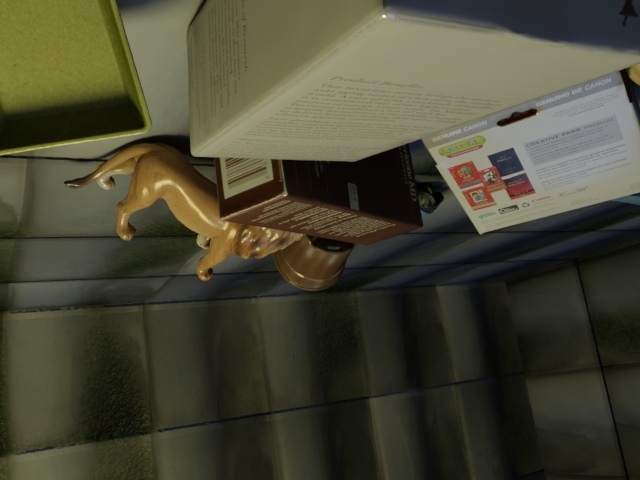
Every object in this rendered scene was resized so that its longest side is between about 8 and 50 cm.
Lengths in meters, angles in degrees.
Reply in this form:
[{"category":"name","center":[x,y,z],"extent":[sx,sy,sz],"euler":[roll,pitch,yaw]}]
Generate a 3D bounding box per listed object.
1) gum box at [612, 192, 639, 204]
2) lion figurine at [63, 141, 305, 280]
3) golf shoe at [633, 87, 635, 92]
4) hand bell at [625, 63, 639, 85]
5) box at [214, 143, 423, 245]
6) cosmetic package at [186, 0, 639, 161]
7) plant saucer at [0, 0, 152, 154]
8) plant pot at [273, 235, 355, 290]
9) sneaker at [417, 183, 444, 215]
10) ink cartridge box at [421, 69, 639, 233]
[{"category":"gum box","center":[0.636,-0.156,1.309],"extent":[0.184,0.157,0.041],"euler":[2,164,-40]},{"category":"lion figurine","center":[-0.214,-0.070,1.094],"extent":[0.392,0.142,0.240],"euler":[26,134,-29]},{"category":"golf shoe","center":[0.504,-0.210,1.155],"extent":[0.069,0.086,0.176],"euler":[-7,169,-14]},{"category":"hand bell","center":[0.433,-0.299,0.762],"extent":[0.126,0.126,0.242],"euler":[-13,153,21]},{"category":"box","center":[0.008,-0.112,1.034],"extent":[0.143,0.191,0.381],"euler":[-17,165,34]},{"category":"cosmetic package","center":[0.036,-0.190,0.595],"extent":[0.230,0.161,0.453],"euler":[-2,178,-26]},{"category":"plant saucer","center":[-0.285,-0.193,0.650],"extent":[0.188,0.188,0.045],"euler":[-8,-149,1]},{"category":"plant pot","center":[0.000,0.000,1.335],"extent":[0.167,0.167,0.165],"euler":[-3,157,-20]},{"category":"sneaker","center":[0.228,-0.109,1.498],"extent":[0.188,0.067,0.078],"euler":[9,137,-48]},{"category":"ink cartridge box","center":[0.357,-0.171,1.041],"extent":[0.309,0.130,0.272],"euler":[-16,137,29]}]
